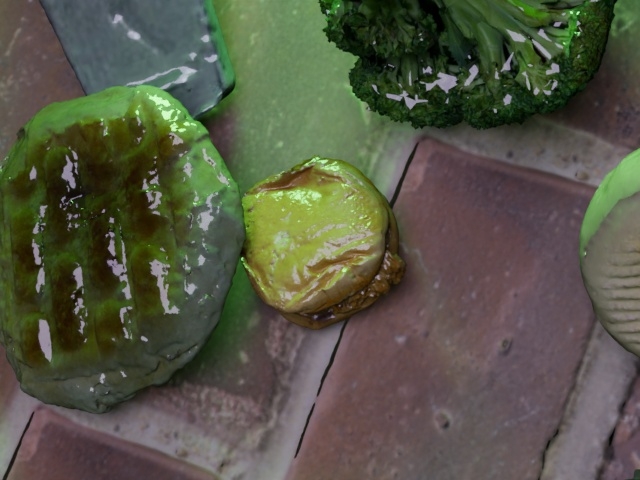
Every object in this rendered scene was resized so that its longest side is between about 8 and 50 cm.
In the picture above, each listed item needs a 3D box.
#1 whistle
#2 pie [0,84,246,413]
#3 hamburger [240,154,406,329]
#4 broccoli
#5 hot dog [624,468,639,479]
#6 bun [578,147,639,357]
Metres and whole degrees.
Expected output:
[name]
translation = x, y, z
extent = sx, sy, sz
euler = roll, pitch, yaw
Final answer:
[whistle]
translation = -0.198, -0.303, 1.664
extent = 0.168, 0.188, 0.404
euler = -18, 73, 12
[pie]
translation = -0.195, 0.001, 1.620
extent = 0.306, 0.071, 0.306
euler = -2, 86, 28
[hamburger]
translation = 0.000, 0.000, 1.591
extent = 0.138, 0.083, 0.147
euler = -31, 69, 12
[broccoli]
translation = 0.117, -0.229, 1.512
extent = 0.308, 0.275, 0.308
euler = -2, 86, 33
[hot dog]
translation = 0.369, 0.243, 1.426
extent = 0.270, 0.082, 0.162
euler = 34, 97, 13
[bun]
translation = 0.344, -0.004, 1.413
extent = 0.287, 0.287, 0.146
euler = -2, 43, 16
